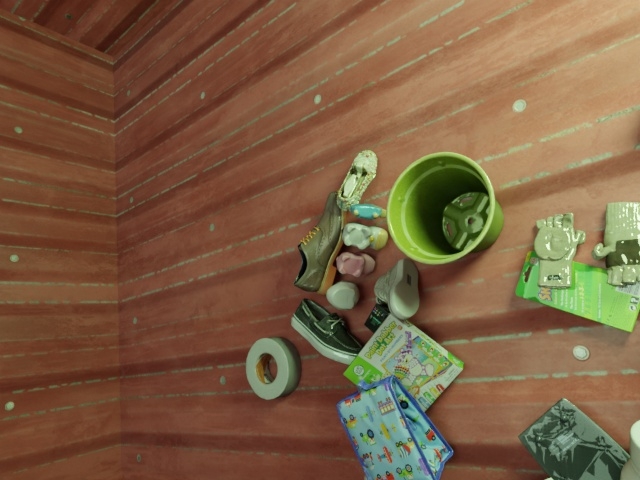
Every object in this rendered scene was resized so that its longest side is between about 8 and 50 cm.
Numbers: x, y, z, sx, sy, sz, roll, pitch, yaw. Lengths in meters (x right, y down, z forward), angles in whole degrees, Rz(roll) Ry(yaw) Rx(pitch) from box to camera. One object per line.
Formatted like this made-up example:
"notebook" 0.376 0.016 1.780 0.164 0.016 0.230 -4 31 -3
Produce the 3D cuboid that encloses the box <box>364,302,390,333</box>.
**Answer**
"box" 0.188 0.244 1.391 0.052 0.062 0.083 38 107 36

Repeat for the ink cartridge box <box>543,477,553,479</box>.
"ink cartridge box" 0.441 0.681 0.975 0.273 0.198 0.114 -25 105 6

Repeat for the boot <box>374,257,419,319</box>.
"boot" 0.213 0.161 1.294 0.095 0.258 0.123 42 122 -7

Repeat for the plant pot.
"plant pot" 0.357 -0.065 1.176 0.276 0.254 0.275 -7 79 38

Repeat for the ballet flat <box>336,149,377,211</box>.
"ballet flat" 0.122 -0.205 1.446 0.091 0.077 0.240 18 72 18

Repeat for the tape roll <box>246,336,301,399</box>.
"tape roll" -0.176 0.468 1.643 0.219 0.072 0.219 -6 80 37

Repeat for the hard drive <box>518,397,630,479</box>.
"hard drive" 0.613 0.510 1.024 0.254 0.054 0.172 48 113 31

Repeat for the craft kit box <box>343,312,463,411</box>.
"craft kit box" 0.234 0.369 1.286 0.247 0.061 0.249 37 108 13

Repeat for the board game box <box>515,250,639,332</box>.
"board game box" 0.623 0.117 1.081 0.260 0.039 0.124 19 94 35

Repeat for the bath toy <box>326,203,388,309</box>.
"bath toy" 0.117 0.054 1.434 0.152 0.129 0.348 15 100 -5

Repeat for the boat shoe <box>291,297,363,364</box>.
"boat shoe" 0.024 0.294 1.475 0.335 0.121 0.119 25 104 40

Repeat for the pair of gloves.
"pair of gloves" 0.641 0.017 1.058 0.240 0.042 0.204 -9 62 33

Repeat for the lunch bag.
"lunch bag" 0.183 0.530 1.249 0.221 0.138 0.293 -39 80 35

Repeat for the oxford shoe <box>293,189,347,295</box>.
"oxford shoe" 0.000 0.000 1.500 0.130 0.133 0.363 -168 90 -75

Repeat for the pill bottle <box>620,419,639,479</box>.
"pill bottle" 0.673 0.532 0.820 0.204 0.204 0.360 0 102 38
